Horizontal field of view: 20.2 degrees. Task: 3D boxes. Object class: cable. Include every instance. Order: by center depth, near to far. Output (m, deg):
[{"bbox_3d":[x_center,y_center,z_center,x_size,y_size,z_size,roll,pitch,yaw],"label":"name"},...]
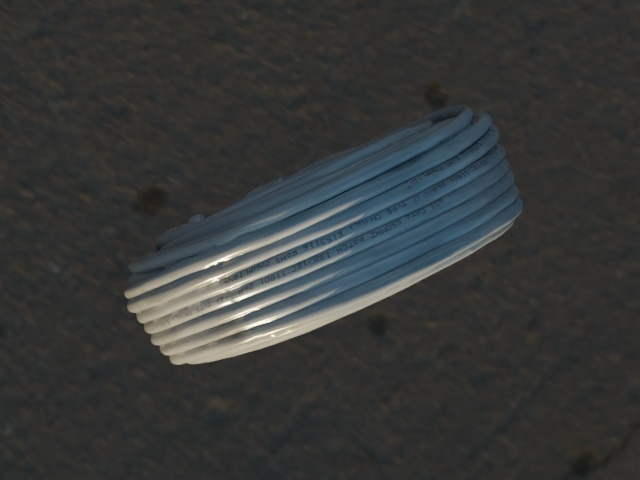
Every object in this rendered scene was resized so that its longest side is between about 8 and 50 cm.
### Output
[{"bbox_3d":[0.000,0.000,1.128,0.089,0.257,0.257,66,26,-4],"label":"cable"}]
